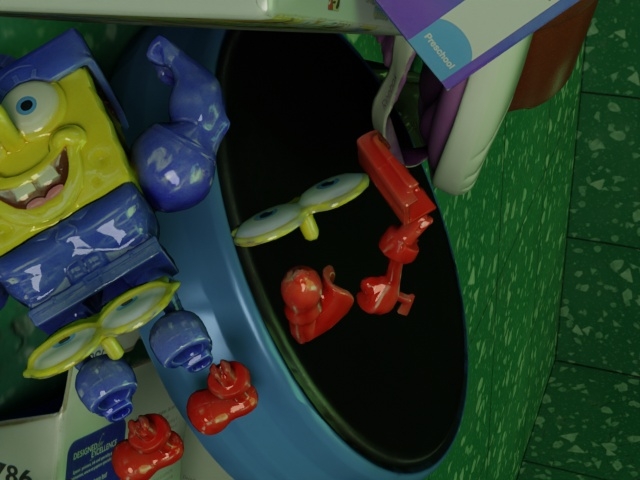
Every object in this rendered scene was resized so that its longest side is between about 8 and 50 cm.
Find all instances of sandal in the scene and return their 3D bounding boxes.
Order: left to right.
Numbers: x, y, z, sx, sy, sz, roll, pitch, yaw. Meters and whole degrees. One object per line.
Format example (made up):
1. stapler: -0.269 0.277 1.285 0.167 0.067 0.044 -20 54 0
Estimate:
1. sandal: 0.080 -0.124 0.744 0.416 0.102 0.169 -45 150 -86

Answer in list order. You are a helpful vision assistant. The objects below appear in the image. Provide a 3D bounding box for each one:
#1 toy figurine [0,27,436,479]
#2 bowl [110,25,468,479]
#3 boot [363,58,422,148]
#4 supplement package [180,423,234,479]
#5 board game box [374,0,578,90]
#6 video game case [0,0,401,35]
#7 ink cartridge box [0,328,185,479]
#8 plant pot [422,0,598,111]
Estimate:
1. toy figurine: -0.149 0.009 0.525 0.363 0.217 0.191 -31 157 -4
2. bowl: 0.000 0.000 0.755 0.391 0.077 0.391 43 37 -44
3. boot: 0.061 -0.070 1.132 0.263 0.091 0.228 16 93 -63
4. supplement package: -0.054 0.158 0.888 0.105 0.105 0.179 -28 125 -63
5. board game box: -0.015 -0.261 0.470 0.347 0.078 0.233 47 25 -22
6. video game case: -0.085 -0.117 0.491 0.206 0.227 0.026 -24 118 -67
7. ink cartridge box: -0.158 0.202 0.689 0.165 0.065 0.332 -13 113 -68
8. plant pot: 0.219 -0.303 1.224 0.265 0.273 0.272 77 29 -63
